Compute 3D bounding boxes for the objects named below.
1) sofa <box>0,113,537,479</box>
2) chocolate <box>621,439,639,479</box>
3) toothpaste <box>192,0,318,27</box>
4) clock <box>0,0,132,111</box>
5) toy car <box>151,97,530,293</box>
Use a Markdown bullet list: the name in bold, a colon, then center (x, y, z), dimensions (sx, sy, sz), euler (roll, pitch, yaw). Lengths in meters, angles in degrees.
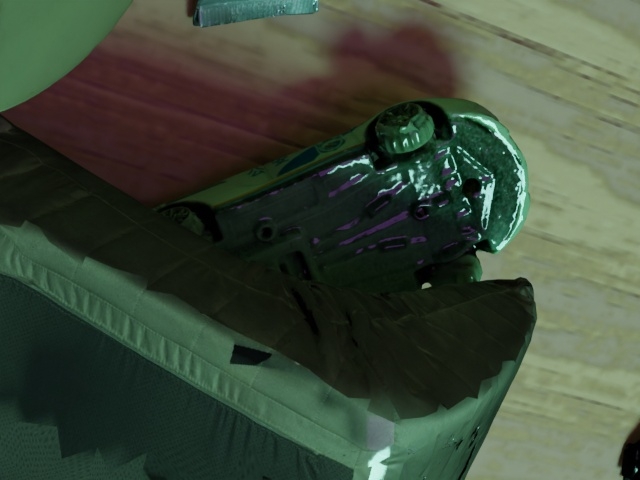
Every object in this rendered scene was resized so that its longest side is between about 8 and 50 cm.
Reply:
- **sofa**: center (-0.058, 0.075, 0.753), dimensions (0.210, 0.225, 0.176), euler (-69, 168, 21)
- **chocolate**: center (0.213, 0.072, 0.960), dimensions (0.070, 0.072, 0.147), euler (-29, 144, -65)
- **toothpaste**: center (-0.020, -0.182, 0.735), dimensions (0.056, 0.036, 0.205), euler (-8, 119, -23)
- **clock**: center (-0.117, -0.155, 0.636), dimensions (0.235, 0.029, 0.235), euler (-36, 135, -46)
- **toy car**: center (0.000, 0.000, 0.807), dimensions (0.186, 0.058, 0.093), euler (-24, 116, -4)
